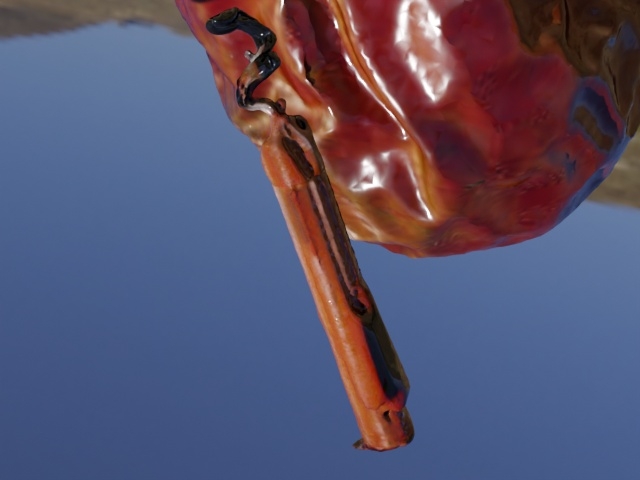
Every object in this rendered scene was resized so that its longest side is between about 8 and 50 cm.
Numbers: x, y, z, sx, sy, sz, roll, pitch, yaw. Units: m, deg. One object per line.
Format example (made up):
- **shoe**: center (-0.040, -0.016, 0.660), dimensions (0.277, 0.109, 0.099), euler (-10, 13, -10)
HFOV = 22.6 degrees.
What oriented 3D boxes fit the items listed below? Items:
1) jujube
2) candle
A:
- **jujube**: center (0.027, -0.144, 0.743), dimensions (0.216, 0.216, 0.342), euler (31, 158, 56)
- **candle**: center (0.001, 0.000, 0.512), dimensions (0.026, 0.167, 0.021), euler (13, -138, 45)
